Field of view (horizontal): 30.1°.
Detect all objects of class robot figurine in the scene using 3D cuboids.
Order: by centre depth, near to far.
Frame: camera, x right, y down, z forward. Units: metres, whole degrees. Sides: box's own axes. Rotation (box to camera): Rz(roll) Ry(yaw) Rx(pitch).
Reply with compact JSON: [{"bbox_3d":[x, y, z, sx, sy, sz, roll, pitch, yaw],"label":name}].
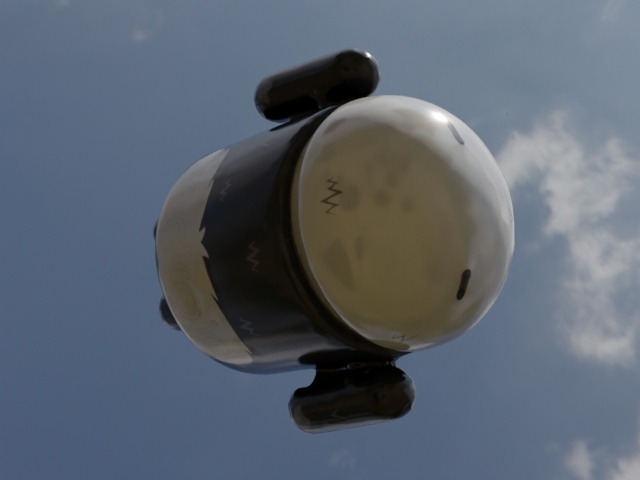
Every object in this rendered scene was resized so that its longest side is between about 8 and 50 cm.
[{"bbox_3d":[0.002,0.002,0.813,0.278,0.173,0.209,-15,-63,47],"label":"robot figurine"}]
